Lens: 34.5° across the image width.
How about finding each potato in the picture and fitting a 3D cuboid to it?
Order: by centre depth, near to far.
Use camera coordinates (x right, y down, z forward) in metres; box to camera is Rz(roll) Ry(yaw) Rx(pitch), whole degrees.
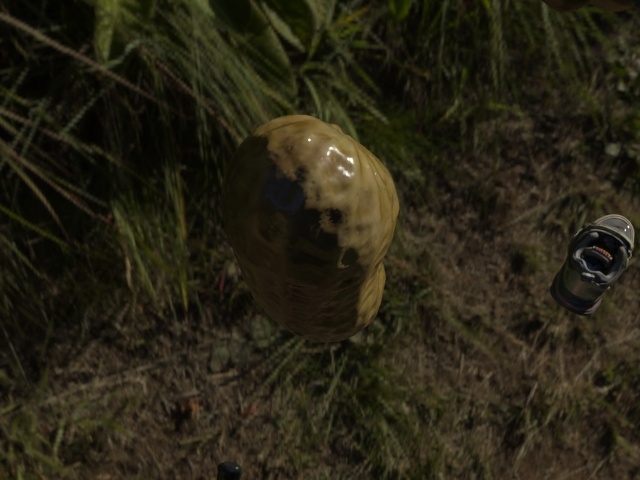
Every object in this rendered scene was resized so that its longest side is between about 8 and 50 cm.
[{"bbox_3d":[0.312,-0.314,1.344,0.093,0.036,0.037,14,38,-11],"label":"potato"}]

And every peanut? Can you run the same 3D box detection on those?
[{"bbox_3d":[0.000,0.000,0.642,0.108,0.226,0.095,-42,67,-16],"label":"peanut"}]

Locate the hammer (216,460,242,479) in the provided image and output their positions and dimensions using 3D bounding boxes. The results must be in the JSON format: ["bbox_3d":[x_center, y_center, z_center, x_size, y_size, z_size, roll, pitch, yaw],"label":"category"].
[{"bbox_3d":[-0.127,0.360,1.164,0.103,0.246,0.029,10,16,1],"label":"hammer"}]

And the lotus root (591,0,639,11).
[{"bbox_3d":[0.360,-0.408,1.435,0.257,0.154,0.140,32,39,-11],"label":"lotus root"}]

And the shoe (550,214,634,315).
[{"bbox_3d":[0.397,0.018,1.477,0.089,0.092,0.180,31,62,14],"label":"shoe"}]
